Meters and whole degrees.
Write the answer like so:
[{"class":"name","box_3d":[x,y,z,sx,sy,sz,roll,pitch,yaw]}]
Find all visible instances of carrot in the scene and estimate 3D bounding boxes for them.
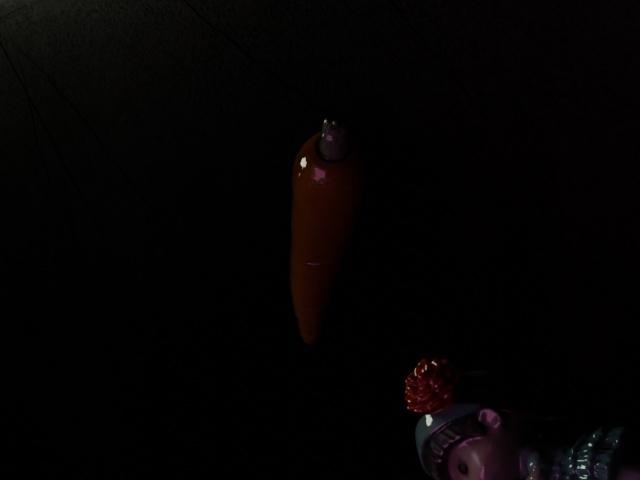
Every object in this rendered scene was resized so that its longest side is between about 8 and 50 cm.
[{"class":"carrot","box_3d":[0.000,0.000,1.192,0.069,0.069,0.336,38,150,19]}]

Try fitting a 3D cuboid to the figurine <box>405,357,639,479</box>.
[{"class":"figurine","box_3d":[0.189,0.183,1.095,0.245,0.110,0.138,18,131,33]}]
